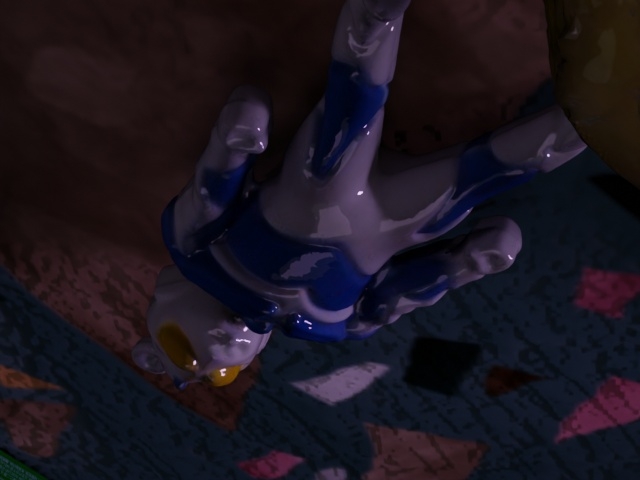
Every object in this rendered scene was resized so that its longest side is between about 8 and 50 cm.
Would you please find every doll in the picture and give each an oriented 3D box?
[{"bbox_3d":[0.000,0.000,0.597,0.114,0.057,0.227,23,143,-21],"label":"doll"}]

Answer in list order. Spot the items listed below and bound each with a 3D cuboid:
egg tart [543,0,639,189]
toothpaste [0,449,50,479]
[{"bbox_3d":[0.127,-0.063,0.386,0.232,0.098,0.252,44,150,-25],"label":"egg tart"},{"bbox_3d":[-0.157,0.127,0.844,0.037,0.043,0.178,-20,134,40],"label":"toothpaste"}]
